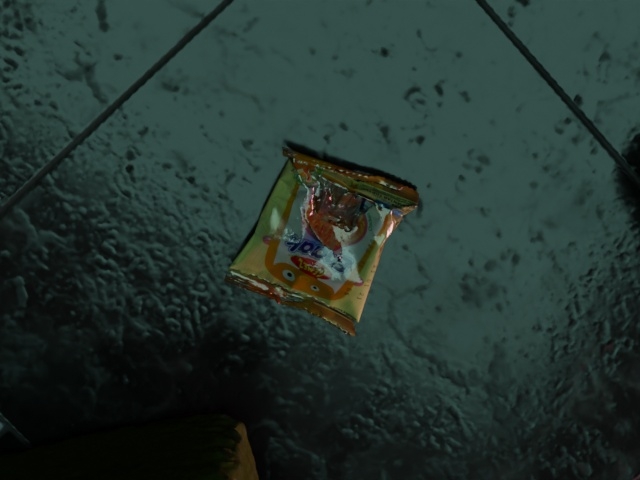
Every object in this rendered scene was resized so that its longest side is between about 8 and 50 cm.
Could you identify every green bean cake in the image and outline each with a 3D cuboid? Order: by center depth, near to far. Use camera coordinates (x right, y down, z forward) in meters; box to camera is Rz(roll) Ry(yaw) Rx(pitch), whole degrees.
[{"bbox_3d":[-0.162,0.238,1.023,0.250,0.247,0.156,-10,103,3],"label":"green bean cake"}]

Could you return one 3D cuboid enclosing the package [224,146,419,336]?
[{"bbox_3d":[0.001,-0.002,1.069,0.108,0.031,0.120,23,104,-5],"label":"package"}]
